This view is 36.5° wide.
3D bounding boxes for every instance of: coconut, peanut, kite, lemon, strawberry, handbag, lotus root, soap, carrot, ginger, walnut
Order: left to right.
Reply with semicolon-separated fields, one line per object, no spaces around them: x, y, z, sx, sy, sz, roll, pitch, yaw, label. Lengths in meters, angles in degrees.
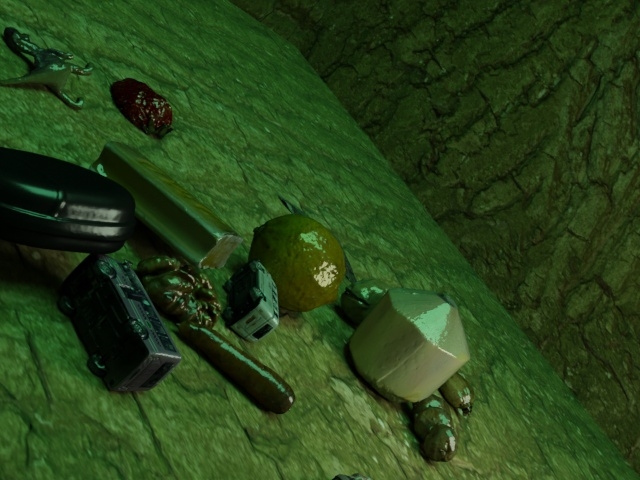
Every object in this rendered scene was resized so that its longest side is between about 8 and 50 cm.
-0.410;-0.066;1.393;0.254;0.093;0.308;28;11;34;handbag
-0.406;-0.316;2.232;0.187;0.082;0.146;45;8;15;strawberry
-0.282;-0.061;1.773;0.274;0.089;0.173;39;4;8;soap
-0.234;0.086;1.663;0.170;0.069;0.143;34;18;-44;walnut
-0.141;0.207;1.629;0.248;0.059;0.059;40;16;-11;carrot
-0.051;0.046;2.004;0.231;0.192;0.192;43;16;-15;lemon
0.000;0.000;2.583;0.335;0.011;0.314;49;16;13;kite
0.159;0.171;2.354;0.290;0.130;0.130;30;22;-47;peanut
0.204;0.217;2.126;0.239;0.244;0.239;41;14;-12;coconut
0.250;0.401;2.087;0.104;0.080;0.204;35;15;-10;ginger
0.341;0.378;2.418;0.072;0.063;0.152;-8;48;-23;lotus root

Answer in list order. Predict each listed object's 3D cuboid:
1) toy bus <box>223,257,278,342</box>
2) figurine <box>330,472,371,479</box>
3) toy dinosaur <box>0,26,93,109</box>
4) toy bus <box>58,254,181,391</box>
-0.127;0.113;1.846;0.089;0.087;0.194;47;14;-22;toy bus
0.052;0.421;1.600;0.129;0.054;0.072;29;37;-65;figurine
-0.553;-0.332;1.930;0.200;0.072;0.251;23;38;-32;toy dinosaur
-0.287;0.116;1.395;0.108;0.096;0.199;21;30;-56;toy bus
